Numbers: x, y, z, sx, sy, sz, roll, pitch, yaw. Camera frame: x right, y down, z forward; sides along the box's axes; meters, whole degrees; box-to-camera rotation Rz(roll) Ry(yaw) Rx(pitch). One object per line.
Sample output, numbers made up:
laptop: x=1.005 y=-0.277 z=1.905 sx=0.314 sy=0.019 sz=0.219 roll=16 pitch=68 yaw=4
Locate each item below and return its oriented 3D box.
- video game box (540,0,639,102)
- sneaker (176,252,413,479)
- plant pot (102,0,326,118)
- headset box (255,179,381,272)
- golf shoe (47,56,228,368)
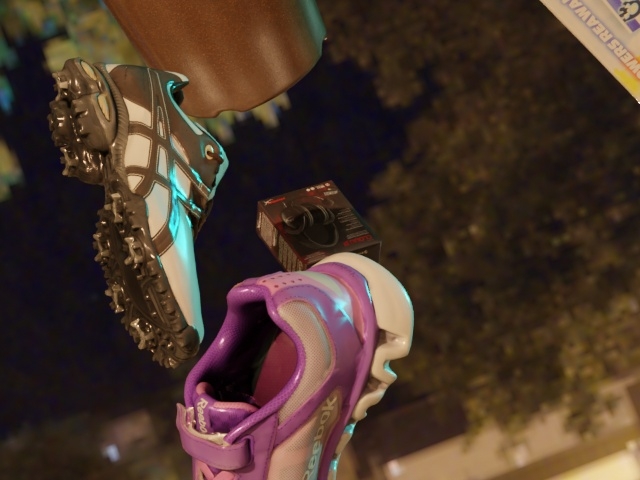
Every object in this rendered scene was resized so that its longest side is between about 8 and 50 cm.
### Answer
video game box: x=0.200 y=-0.146 z=0.901 sx=0.187 sy=0.048 sz=0.205 roll=-38 pitch=-55 yaw=17
sneaker: x=-0.037 y=0.115 z=1.024 sx=0.095 sy=0.236 sz=0.104 roll=21 pitch=6 yaw=36
plant pot: x=-0.081 y=-0.185 z=1.340 sx=0.167 sy=0.165 sz=0.167 roll=-18 pitch=36 yaw=13
headset box: x=0.000 y=0.000 z=1.381 sx=0.062 sy=0.083 sz=0.032 roll=-17 pitch=-45 yaw=-23
golf shoe: x=-0.086 y=-0.024 z=1.097 sx=0.094 sy=0.198 sz=0.077 roll=-8 pitch=-27 yaw=-25
